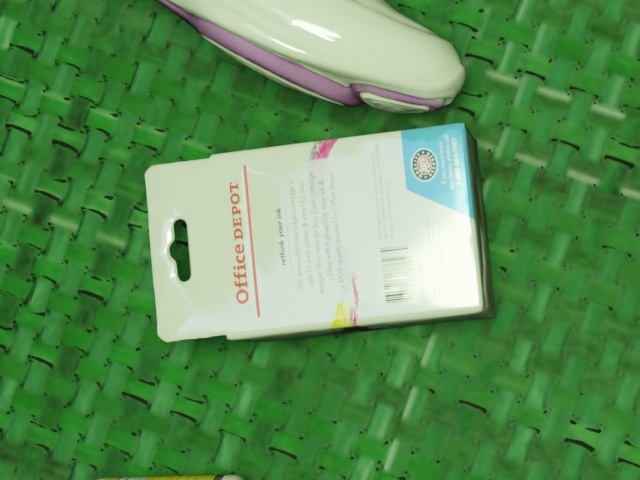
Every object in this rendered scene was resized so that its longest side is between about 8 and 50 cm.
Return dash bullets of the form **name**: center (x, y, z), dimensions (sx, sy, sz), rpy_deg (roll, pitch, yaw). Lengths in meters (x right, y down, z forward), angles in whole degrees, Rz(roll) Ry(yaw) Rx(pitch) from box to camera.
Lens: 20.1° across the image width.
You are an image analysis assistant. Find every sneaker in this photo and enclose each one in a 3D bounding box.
- **sneaker**: center (-0.039, -0.182, 1.005), dimensions (0.305, 0.114, 0.152), rpy_deg (33, 93, 13)

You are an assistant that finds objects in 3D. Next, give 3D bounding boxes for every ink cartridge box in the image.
- **ink cartridge box**: center (0.000, 0.000, 1.007), dimensions (0.181, 0.061, 0.104), rpy_deg (-6, 83, 11)

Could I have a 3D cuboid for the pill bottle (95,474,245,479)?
- **pill bottle**: center (-0.099, 0.164, 1.011), dimensions (0.116, 0.065, 0.065), rpy_deg (-3, 84, 12)
